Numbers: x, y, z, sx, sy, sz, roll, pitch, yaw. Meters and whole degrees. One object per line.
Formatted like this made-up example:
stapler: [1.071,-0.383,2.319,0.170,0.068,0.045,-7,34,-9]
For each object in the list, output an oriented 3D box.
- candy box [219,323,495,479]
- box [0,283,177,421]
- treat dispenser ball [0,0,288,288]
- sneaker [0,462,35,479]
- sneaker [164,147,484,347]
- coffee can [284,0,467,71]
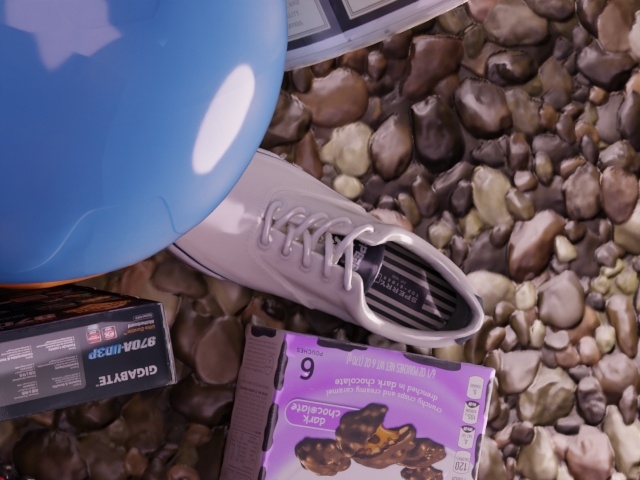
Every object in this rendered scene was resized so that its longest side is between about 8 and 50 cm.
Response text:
candy box: [0.018,0.167,1.133,0.165,0.070,0.196,11,86,-26]
box: [-0.216,0.071,0.958,0.220,0.175,0.051,-11,97,-26]
treat dispenser ball: [-0.162,-0.116,0.916,0.288,0.288,0.288,-1,92,-26]
sneaker: [-0.180,0.226,1.018,0.262,0.104,0.125,27,104,-9]
sneaker: [0.000,0.000,1.107,0.258,0.091,0.094,21,82,-25]
coffee can: [-0.002,-0.270,1.039,0.202,0.201,0.275,-30,105,-22]
